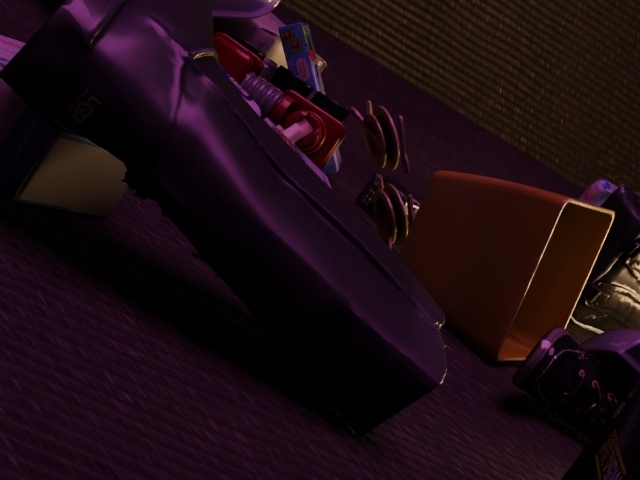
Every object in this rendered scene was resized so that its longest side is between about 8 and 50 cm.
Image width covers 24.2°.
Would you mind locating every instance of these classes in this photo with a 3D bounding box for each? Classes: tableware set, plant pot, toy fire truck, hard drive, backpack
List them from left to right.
[{"bbox_3d":[-0.087,-0.161,1.925,0.217,0.158,0.246,35,2,2],"label":"toy fire truck"},{"bbox_3d":[0.081,-0.082,1.995,0.039,0.194,0.128,-13,18,-16],"label":"tableware set"},{"bbox_3d":[0.220,0.016,1.887,0.187,0.212,0.212,27,9,26],"label":"plant pot"},{"bbox_3d":[0.475,0.039,2.366,0.253,0.225,0.191,28,19,-43],"label":"backpack"},{"bbox_3d":[0.393,0.177,1.814,0.172,0.054,0.254,44,-7,1],"label":"hard drive"}]

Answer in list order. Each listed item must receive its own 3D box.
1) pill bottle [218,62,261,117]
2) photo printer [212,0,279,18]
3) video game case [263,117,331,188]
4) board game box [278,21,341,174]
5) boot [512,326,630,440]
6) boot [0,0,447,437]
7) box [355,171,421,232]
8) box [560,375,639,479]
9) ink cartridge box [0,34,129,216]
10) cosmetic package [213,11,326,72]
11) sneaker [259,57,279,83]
[{"bbox_3d":[-0.135,-0.144,1.734,0.186,0.112,0.112,47,14,3],"label":"pill bottle"},{"bbox_3d":[-0.223,-0.382,2.126,0.307,0.107,0.256,-2,17,-33],"label":"photo printer"},{"bbox_3d":[-0.021,-0.078,1.701,0.122,0.011,0.087,44,18,-39],"label":"video game case"},{"bbox_3d":[-0.013,-0.203,2.128,0.160,0.039,0.211,-73,150,-82],"label":"board game box"},{"bbox_3d":[0.320,0.189,1.702,0.178,0.085,0.236,40,4,23],"label":"boot"},{"bbox_3d":[-0.051,-0.077,1.368,0.445,0.146,0.367,43,32,-12],"label":"boot"},{"bbox_3d":[0.104,-0.050,2.141,0.062,0.052,0.083,23,16,-46],"label":"box"},{"bbox_3d":[0.282,0.203,1.365,0.045,0.184,0.190,36,14,-1],"label":"box"},{"bbox_3d":[-0.273,-0.112,1.367,0.191,0.082,0.140,43,15,25],"label":"ink cartridge box"},{"bbox_3d":[-0.141,-0.316,2.337,0.153,0.129,0.296,25,15,-40],"label":"cosmetic package"},{"bbox_3d":[-0.157,-0.239,2.107,0.252,0.103,0.111,29,13,13],"label":"sneaker"}]
